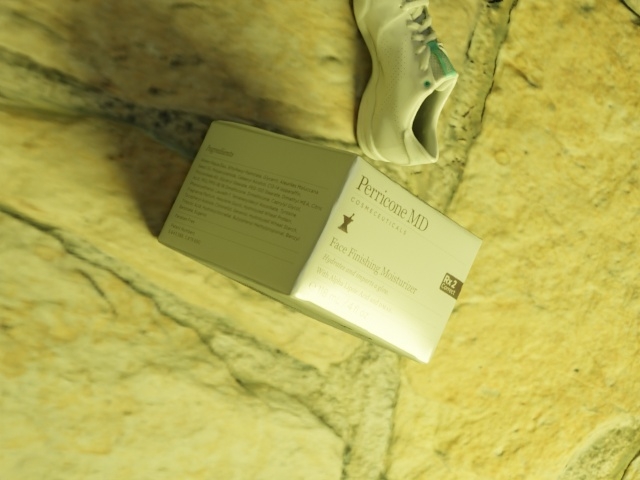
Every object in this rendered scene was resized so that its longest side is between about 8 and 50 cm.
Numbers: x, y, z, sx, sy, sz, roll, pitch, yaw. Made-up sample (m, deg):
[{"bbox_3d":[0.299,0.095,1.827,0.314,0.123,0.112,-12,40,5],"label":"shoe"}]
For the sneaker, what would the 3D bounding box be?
[{"bbox_3d":[0.086,-0.173,0.995,0.080,0.094,0.212,-16,113,-37],"label":"sneaker"}]

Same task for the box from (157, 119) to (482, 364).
[{"bbox_3d":[0.000,0.000,0.905,0.181,0.182,0.119,29,83,-43],"label":"box"}]
